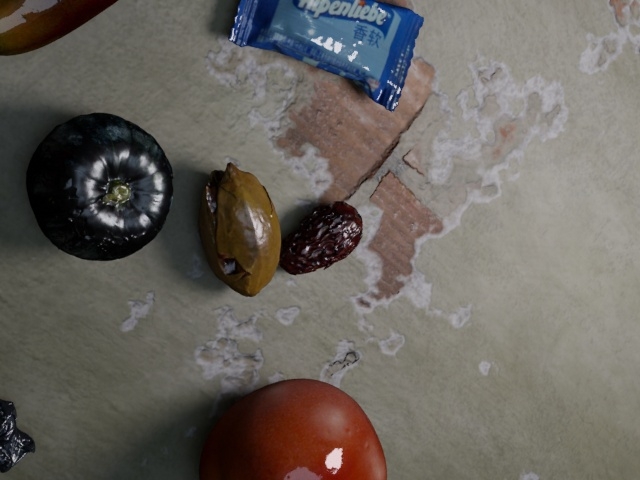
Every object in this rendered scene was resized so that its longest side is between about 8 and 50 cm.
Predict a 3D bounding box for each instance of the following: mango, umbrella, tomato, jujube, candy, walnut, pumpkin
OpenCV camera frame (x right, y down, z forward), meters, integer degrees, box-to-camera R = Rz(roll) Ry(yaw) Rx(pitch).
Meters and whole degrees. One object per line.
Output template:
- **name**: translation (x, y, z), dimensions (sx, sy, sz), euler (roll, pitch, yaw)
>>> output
- **mango**: translation (-0.408, -0.370, 1.473), dimensions (0.267, 0.111, 0.133), euler (-34, 128, -12)
- **umbrella**: translation (-0.544, 0.270, 1.599), dimensions (0.080, 0.071, 0.224), euler (-42, 111, -38)
- **tomato**: translation (-0.038, 0.392, 1.706), dimensions (0.321, 0.321, 0.321), euler (-5, 104, -20)
- **jujube**: translation (0.003, 0.004, 1.733), dimensions (0.166, 0.104, 0.104), euler (-37, 113, 5)
- **candy**: translation (0.014, -0.357, 1.660), dimensions (0.331, 0.077, 0.187), euler (19, 88, -24)
- **walnut**: translation (-0.134, -0.017, 1.657), dimensions (0.137, 0.137, 0.245), euler (-11, 109, -18)
- **pumpkin**: translation (-0.341, -0.080, 1.538), dimensions (0.233, 0.163, 0.233), euler (-7, 104, -31)
